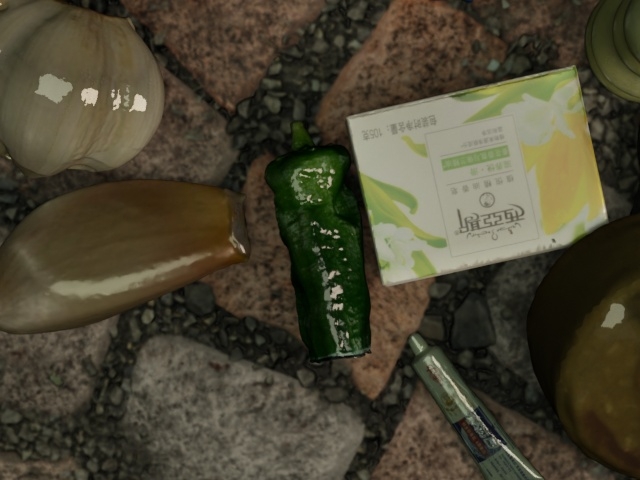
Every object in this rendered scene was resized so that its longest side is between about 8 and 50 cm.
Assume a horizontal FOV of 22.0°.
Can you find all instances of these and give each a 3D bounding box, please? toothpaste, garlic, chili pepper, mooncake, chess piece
[{"bbox_3d":[0.169,0.200,1.867,0.060,0.038,0.233,-35,94,7],"label":"toothpaste"},{"bbox_3d":[-0.310,-0.166,1.797,0.281,0.184,0.203,21,110,1],"label":"garlic"},{"bbox_3d":[0.000,0.000,1.820,0.099,0.136,0.270,-9,88,15],"label":"chili pepper"},{"bbox_3d":[0.373,0.118,1.753,0.284,0.155,0.284,-3,116,-6],"label":"mooncake"},{"bbox_3d":[-0.228,0.011,1.835,0.318,0.112,0.143,-18,70,5],"label":"garlic"},{"bbox_3d":[0.364,-0.218,1.728,0.144,0.251,0.144,0,92,2],"label":"chess piece"}]

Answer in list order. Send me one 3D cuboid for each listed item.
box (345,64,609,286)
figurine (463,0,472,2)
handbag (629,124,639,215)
[{"bbox_3d":[0.172,-0.072,1.816,0.260,0.111,0.194,-13,93,1],"label":"box"},{"bbox_3d":[0.149,-0.329,1.822,0.077,0.079,0.136,30,101,42],"label":"figurine"},{"bbox_3d":[0.495,-0.044,1.826,0.332,0.075,0.191,5,96,-1],"label":"handbag"}]
